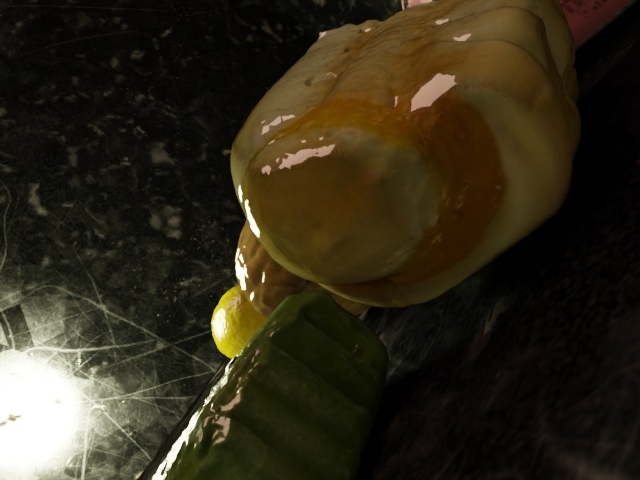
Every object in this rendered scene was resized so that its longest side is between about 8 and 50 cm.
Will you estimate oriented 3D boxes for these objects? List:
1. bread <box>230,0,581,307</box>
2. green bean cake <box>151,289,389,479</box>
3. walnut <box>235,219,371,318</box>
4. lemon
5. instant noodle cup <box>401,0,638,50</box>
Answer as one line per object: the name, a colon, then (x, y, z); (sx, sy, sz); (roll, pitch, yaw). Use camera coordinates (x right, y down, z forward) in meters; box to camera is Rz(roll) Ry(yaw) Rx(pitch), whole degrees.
bread: (0.082, -0.075, 0.530); (0.300, 0.210, 0.341); (-13, 30, 27)
green bean cake: (-0.054, 0.172, 0.506); (0.248, 0.124, 0.222); (-49, 5, 41)
walnut: (0.000, 0.000, 0.785); (0.261, 0.224, 0.225); (-53, 3, 26)
lemon: (-0.156, 0.184, 1.320); (0.181, 0.180, 0.193); (-54, -17, -27)
instant noodle cup: (0.258, -0.308, 0.664); (0.244, 0.244, 0.255); (-54, 12, -31)
